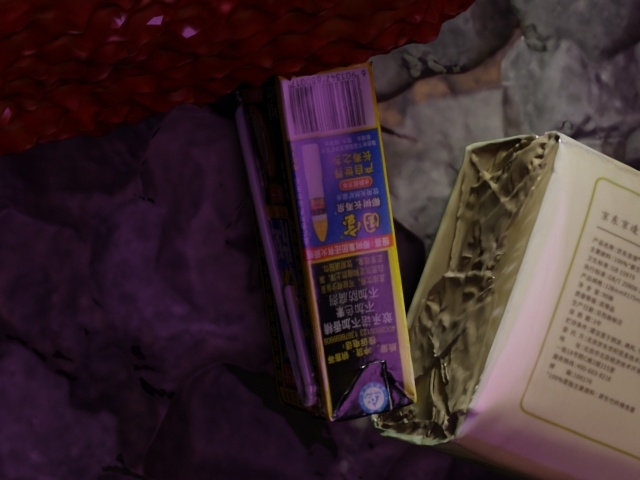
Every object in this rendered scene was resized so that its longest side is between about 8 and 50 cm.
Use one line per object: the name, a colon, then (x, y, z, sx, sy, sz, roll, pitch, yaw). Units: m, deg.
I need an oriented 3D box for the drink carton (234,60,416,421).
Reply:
drink carton: (0.000, 0.000, 0.931, 0.056, 0.071, 0.165, -9, 95, -18)

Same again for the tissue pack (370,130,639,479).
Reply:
tissue pack: (0.165, 0.062, 0.972, 0.234, 0.125, 0.159, 22, 83, -20)

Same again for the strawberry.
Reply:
strawberry: (-0.055, -0.176, 0.769, 0.351, 0.312, 0.267, -37, 86, -24)
